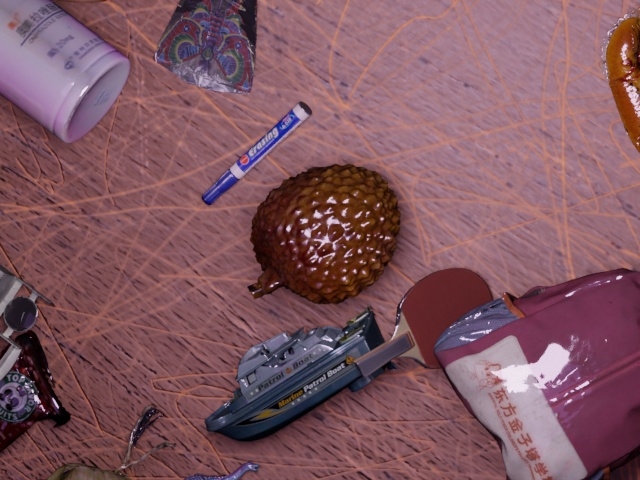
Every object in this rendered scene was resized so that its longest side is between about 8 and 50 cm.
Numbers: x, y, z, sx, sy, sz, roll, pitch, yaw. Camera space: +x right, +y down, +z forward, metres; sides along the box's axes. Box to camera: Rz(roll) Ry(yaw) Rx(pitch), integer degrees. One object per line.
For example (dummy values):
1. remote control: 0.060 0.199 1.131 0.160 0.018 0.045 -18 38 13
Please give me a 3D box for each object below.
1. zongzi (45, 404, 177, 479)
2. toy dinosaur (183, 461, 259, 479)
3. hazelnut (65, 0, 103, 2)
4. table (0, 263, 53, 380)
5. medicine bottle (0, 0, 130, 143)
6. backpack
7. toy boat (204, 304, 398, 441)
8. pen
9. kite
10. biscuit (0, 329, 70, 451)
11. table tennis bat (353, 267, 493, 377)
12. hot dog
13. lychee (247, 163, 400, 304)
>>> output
1. zongzi: -0.394 0.475 2.037 0.418 0.181 0.447 -19 62 54
2. toy dinosaur: -0.173 0.384 2.000 0.197 0.045 0.080 -27 79 10
3. hazelnut: -0.349 -0.428 1.844 0.214 0.176 0.214 4 77 -19
4. table: -0.511 0.103 2.005 0.175 0.062 0.146 35 90 12
5. medicine bottle: -0.410 -0.269 1.891 0.254 0.152 0.152 37 106 5
6. backpack: 0.340 0.174 1.759 0.317 0.197 0.283 -30 91 8
7. toy boat: -0.045 0.193 1.897 0.296 0.114 0.122 -31 97 16
8. pen: -0.092 -0.121 1.902 0.204 0.025 0.025 -41 88 17
9. kite: -0.135 -0.351 1.879 0.152 0.015 0.285 19 103 10
10. biscuit: -0.495 0.258 2.047 0.235 0.063 0.151 -33 91 9
11. table tennis bat: 0.142 0.121 1.828 0.220 0.019 0.130 -30 105 -17
12. hot dog: 0.457 -0.175 1.730 0.144 0.075 0.268 -31 93 14
13. lychee: 0.000 0.000 1.815 0.238 0.200 0.200 -43 87 -5
